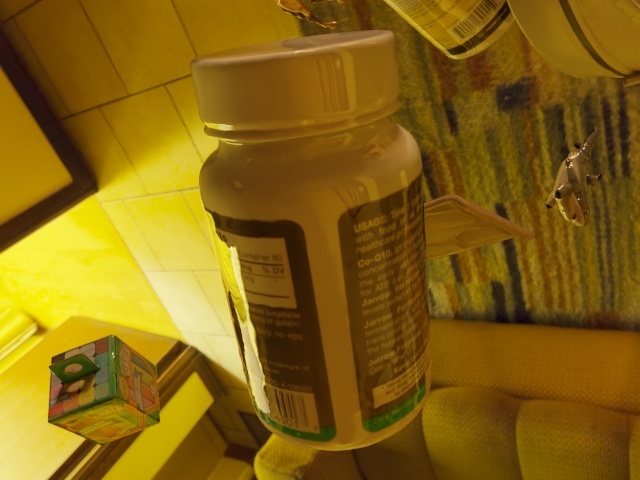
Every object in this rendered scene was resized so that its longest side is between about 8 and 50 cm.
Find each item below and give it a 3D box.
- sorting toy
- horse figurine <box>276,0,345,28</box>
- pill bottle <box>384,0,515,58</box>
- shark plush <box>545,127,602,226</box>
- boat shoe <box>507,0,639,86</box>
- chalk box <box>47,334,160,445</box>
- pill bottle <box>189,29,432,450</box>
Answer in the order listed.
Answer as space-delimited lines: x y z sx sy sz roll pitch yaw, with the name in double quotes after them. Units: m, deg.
0.156 -0.031 0.794 0.307 0.041 0.229 17 159 -39 "sorting toy"
-0.015 -0.467 0.901 0.174 0.066 0.263 10 166 -23 "horse figurine"
0.111 -0.300 0.535 0.208 0.119 0.119 28 142 -29 "pill bottle"
0.426 -0.104 0.834 0.067 0.161 0.073 20 161 15 "shark plush"
0.299 -0.163 0.351 0.156 0.367 0.136 14 94 60 "boat shoe"
-0.410 0.273 0.944 0.132 0.132 0.213 -20 144 2 "chalk box"
0.000 0.000 0.492 0.204 0.204 0.361 7 118 29 "pill bottle"
